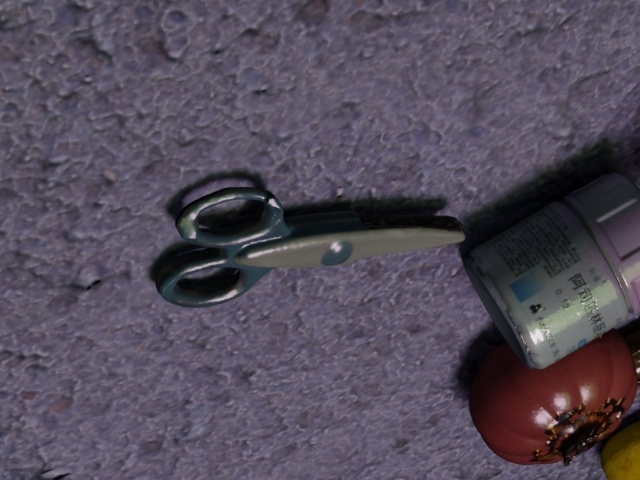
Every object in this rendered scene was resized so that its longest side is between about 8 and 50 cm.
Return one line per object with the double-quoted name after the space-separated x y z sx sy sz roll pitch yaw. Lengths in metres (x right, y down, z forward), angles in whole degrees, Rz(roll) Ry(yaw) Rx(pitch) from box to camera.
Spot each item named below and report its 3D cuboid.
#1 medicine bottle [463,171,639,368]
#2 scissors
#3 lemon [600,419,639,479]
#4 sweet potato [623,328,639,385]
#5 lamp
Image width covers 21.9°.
0.236 0.027 1.546 0.168 0.135 0.135 -31 143 -3 "medicine bottle"
0.000 0.000 1.422 0.289 0.041 0.138 -4 136 -27 "scissors"
0.382 0.251 1.947 0.111 0.082 0.082 -36 144 17 "lemon"
0.423 0.089 1.802 0.286 0.085 0.112 -22 112 4 "sweet potato"
0.244 0.161 1.698 0.182 0.140 0.182 -22 147 -15 "lamp"
